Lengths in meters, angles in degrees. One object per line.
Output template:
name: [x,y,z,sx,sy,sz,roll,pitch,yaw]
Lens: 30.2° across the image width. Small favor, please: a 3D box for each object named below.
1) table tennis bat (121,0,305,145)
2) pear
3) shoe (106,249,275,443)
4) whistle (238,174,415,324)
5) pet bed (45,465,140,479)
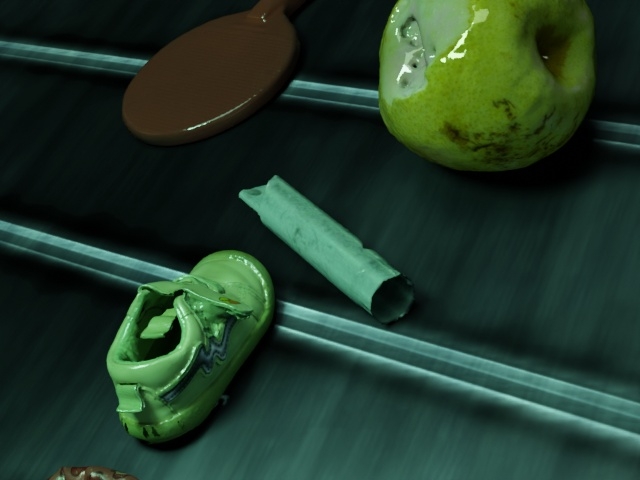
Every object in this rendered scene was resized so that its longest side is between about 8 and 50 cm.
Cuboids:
table tennis bat: [-0.135,-0.286,1.805,0.268,0.051,0.415,15,53,38]
pear: [0.185,-0.204,1.382,0.271,0.271,0.271,-14,39,12]
shoe: [-0.136,0.102,1.303,0.140,0.128,0.262,13,52,20]
whistle: [0.000,0.000,1.385,0.062,0.062,0.312,-35,39,-14]
pet bed: [-0.243,0.303,1.160,0.201,0.053,0.201,-19,35,14]
